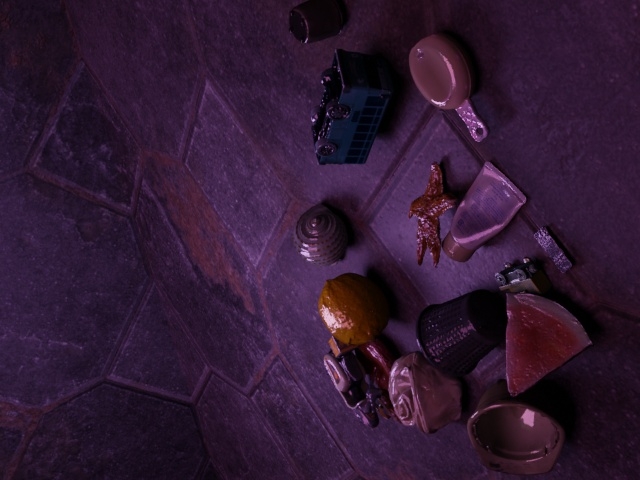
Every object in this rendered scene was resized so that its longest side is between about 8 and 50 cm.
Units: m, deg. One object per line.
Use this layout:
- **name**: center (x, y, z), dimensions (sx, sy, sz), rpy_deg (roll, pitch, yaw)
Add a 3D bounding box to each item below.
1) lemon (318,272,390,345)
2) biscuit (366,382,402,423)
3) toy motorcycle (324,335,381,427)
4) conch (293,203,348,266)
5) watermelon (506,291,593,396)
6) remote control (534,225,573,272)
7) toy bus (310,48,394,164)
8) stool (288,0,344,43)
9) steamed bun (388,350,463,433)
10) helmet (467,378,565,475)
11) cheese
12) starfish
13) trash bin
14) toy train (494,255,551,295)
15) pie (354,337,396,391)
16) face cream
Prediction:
- **lemon**: center (0.086, 0.179, 2.126), dimensions (0.193, 0.180, 0.180), rpy_deg (21, 134, 22)
- **biscuit**: center (0.162, 0.465, 2.350), dimensions (0.138, 0.031, 0.205), rpy_deg (54, 162, -17)
- **toy motorcycle**: center (0.097, 0.390, 2.254), dimensions (0.263, 0.091, 0.157), rpy_deg (61, 155, 18)
- **conch**: center (-0.008, 0.003, 2.177), dimensions (0.172, 0.131, 0.199), rpy_deg (40, 143, 34)
- **watermelon**: center (0.445, 0.217, 1.621), dimensions (0.207, 0.136, 0.202), rpy_deg (15, 91, 47)
- **remote control**: center (0.450, 0.017, 1.571), dimensions (0.096, 0.014, 0.039), rpy_deg (56, 150, 15)
- **toy bus**: center (0.067, -0.289, 1.799), dimensions (0.256, 0.147, 0.128), rpy_deg (111, 154, -52)
- **stool**: center (-0.011, -0.486, 1.803), dimensions (0.096, 0.110, 0.096), rpy_deg (44, 149, 35)
- **steamed bun**: center (0.248, 0.402, 2.075), dimensions (0.218, 0.144, 0.211), rpy_deg (42, 145, 34)
- **helmet**: center (0.428, 0.383, 1.784), dimensions (0.204, 0.137, 0.257), rpy_deg (1, 132, 15)
- **cheese**: center (0.257, -0.293, 1.581), dimensions (0.227, 0.064, 0.137), rpy_deg (58, 152, 6)
- **starfish**: center (0.234, -0.056, 1.780), dimensions (0.240, 0.043, 0.227), rpy_deg (-174, 91, -77)
- **trash bin**: center (0.324, 0.192, 1.784), dimensions (0.175, 0.175, 0.161), rpy_deg (59, 140, 8)
- **toy train**: center (0.409, 0.079, 1.658), dimensions (0.081, 0.050, 0.122), rpy_deg (52, 153, -4)
- **pie**: center (0.162, 0.338, 2.257), dimensions (0.182, 0.050, 0.182), rpy_deg (43, 152, 29)
- **face cream**: center (0.331, -0.050, 1.678), dimensions (0.114, 0.070, 0.224), rpy_deg (49, 136, 21)
